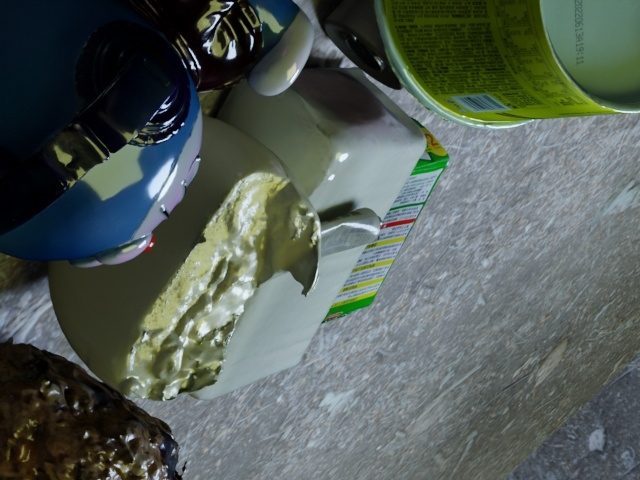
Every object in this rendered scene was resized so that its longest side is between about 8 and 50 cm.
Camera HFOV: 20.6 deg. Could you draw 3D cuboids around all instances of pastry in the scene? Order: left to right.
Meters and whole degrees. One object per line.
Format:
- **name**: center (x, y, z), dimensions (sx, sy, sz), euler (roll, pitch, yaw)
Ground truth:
- **pastry**: center (-0.261, 0.218, 1.699), dimensions (0.193, 0.275, 0.275), euler (-60, 157, -3)

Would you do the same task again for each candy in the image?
- **candy**: center (-0.050, -0.013, 1.842), dimensions (0.208, 0.145, 0.358), euler (-12, 139, -54)

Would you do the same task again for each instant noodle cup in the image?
- **instant noodle cup**: center (0.236, -0.246, 1.679), dimensions (0.311, 0.221, 0.311), euler (-6, 102, -31)

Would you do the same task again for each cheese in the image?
- **cheese**: center (-0.134, 0.013, 1.645), dimensions (0.266, 0.233, 0.127), euler (-55, 145, 10)

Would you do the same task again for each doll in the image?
- **doll**: center (-0.182, -0.117, 1.351), dimensions (0.240, 0.284, 0.310), euler (45, 67, -24)

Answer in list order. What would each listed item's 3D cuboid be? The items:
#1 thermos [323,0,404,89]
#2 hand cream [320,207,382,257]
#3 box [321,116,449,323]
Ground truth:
- **thermos**: center (0.094, -0.267, 1.773), dimensions (0.193, 0.105, 0.137), euler (-50, 126, -6)
- **hand cream**: center (0.000, 0.000, 1.734), dimensions (0.165, 0.037, 0.057), euler (-18, 149, -41)
- **box**: center (0.028, -0.022, 2.024), dimensions (0.180, 0.103, 0.250), euler (-14, 138, -54)
